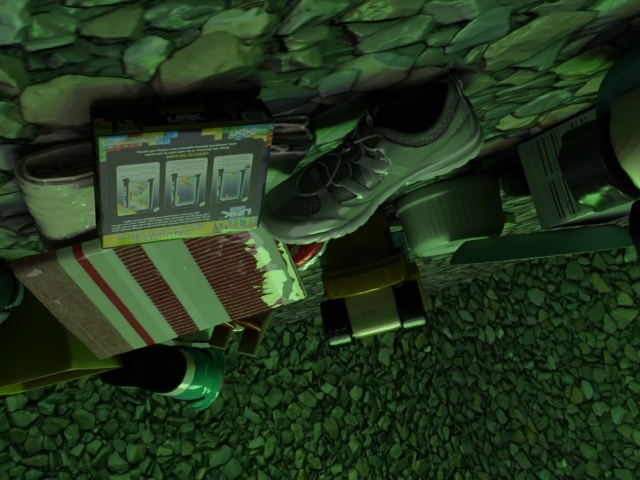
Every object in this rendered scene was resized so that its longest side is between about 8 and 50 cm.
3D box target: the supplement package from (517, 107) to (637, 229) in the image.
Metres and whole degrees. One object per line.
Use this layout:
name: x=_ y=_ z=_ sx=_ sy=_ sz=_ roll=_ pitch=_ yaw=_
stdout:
supplement package: x=0.461 y=-0.119 z=1.123 sx=0.194 sy=0.149 sz=0.203 roll=-5 pitch=167 yaw=-39

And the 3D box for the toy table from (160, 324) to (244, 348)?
toy table: x=-0.310 y=0.193 z=1.642 sx=0.274 sy=0.252 sz=0.161 roll=-19 pitch=-171 yaw=-19

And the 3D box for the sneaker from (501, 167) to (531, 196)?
sneaker: x=0.428 y=-0.115 z=1.345 sx=0.170 sy=0.063 sz=0.075 roll=-6 pitch=174 yaw=-13

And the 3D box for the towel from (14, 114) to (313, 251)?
towel: x=-0.195 y=-0.054 z=0.900 sx=0.316 sy=0.053 sz=0.332 roll=-10 pitch=168 yaw=-18

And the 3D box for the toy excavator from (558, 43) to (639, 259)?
toy excavator: x=0.543 y=-0.154 z=0.936 sx=0.433 sy=0.445 sz=0.222 roll=40 pitch=143 yaw=-23

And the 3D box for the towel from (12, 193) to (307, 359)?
towel: x=-0.201 y=0.051 z=0.972 sx=0.328 sy=0.037 sz=0.237 roll=-16 pitch=142 yaw=3

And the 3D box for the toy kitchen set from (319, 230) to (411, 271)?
toy kitchen set: x=0.105 y=0.050 z=1.652 sx=0.207 sy=0.122 sz=0.166 roll=-14 pitch=170 yaw=0

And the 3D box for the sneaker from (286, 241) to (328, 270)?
sneaker: x=-0.120 y=0.013 z=1.224 sx=0.279 sy=0.107 sz=0.118 roll=-16 pitch=164 yaw=12

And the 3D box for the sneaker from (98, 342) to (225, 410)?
sneaker: x=-0.287 y=0.241 z=1.375 sx=0.295 sy=0.124 sz=0.178 roll=7 pitch=165 yaw=42

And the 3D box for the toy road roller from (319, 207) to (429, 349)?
toy road roller: x=0.094 y=0.059 z=1.456 sx=0.202 sy=0.241 sz=0.329 roll=-14 pitch=-176 yaw=6

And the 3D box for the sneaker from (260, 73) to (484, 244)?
sneaker: x=0.047 y=-0.101 z=0.820 sx=0.281 sy=0.105 sz=0.115 roll=-31 pitch=141 yaw=-3

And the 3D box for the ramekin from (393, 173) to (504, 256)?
ramekin: x=0.253 y=-0.043 z=1.384 sx=0.207 sy=0.109 sz=0.207 roll=-14 pitch=170 yaw=-3

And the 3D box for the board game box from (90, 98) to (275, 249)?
board game box: x=-0.139 y=-0.067 z=0.725 sx=0.170 sy=0.048 sz=0.141 roll=-8 pitch=136 yaw=-23

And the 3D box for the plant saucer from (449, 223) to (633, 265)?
plant saucer: x=0.382 y=0.006 z=1.260 sx=0.317 sy=0.044 sz=0.317 roll=-6 pitch=177 yaw=0

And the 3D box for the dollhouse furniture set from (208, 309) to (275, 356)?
dollhouse furniture set: x=-0.252 y=0.109 z=1.190 sx=0.259 sy=0.135 sz=0.262 roll=5 pitch=156 yaw=39

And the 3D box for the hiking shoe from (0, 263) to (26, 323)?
hiking shoe: x=-0.571 y=0.141 z=1.043 sx=0.304 sy=0.113 sz=0.132 roll=-56 pitch=166 yaw=-16

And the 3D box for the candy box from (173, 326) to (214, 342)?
candy box: x=-0.234 y=0.114 z=1.408 sx=0.070 sy=0.165 sz=0.196 roll=10 pitch=173 yaw=11

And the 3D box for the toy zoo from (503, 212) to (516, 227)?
toy zoo: x=0.349 y=-0.030 z=1.793 sx=0.192 sy=0.030 sz=0.293 roll=-20 pitch=168 yaw=31

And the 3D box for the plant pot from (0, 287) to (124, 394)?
plant pot: x=-0.490 y=0.152 z=1.238 sx=0.212 sy=0.187 sz=0.212 roll=-15 pitch=170 yaw=6
